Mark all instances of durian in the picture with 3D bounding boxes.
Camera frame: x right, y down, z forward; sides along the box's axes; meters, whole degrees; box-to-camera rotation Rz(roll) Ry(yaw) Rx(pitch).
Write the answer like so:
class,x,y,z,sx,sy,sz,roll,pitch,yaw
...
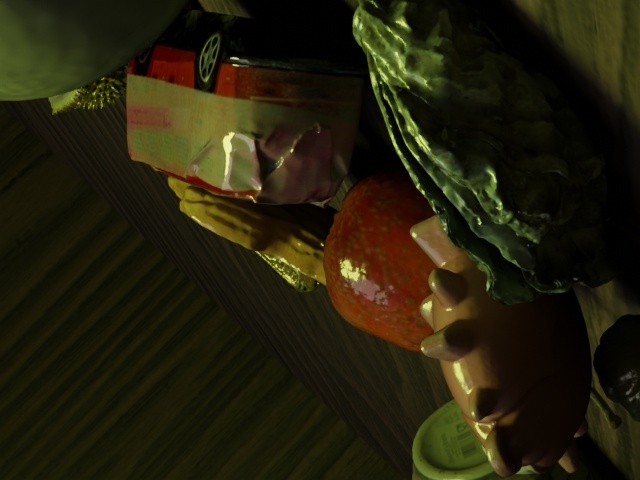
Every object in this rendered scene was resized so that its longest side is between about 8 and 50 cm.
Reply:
class,x,y,z,sx,sy,sz,roll,pitch,yaw
durian,-0.269,-0.227,2.182,0.208,0.102,0.146,6,106,63

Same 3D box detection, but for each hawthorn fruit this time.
class,x,y,z,sx,sy,sz,roll,pitch,yaw
hawthorn fruit,0.131,0.052,1.474,0.285,0.165,0.165,38,170,8

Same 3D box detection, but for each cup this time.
class,x,y,z,sx,sy,sz,roll,pitch,yaw
cup,0.203,0.272,2.028,0.257,0.227,0.301,64,178,-30

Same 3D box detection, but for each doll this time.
class,x,y,z,sx,sy,sz,roll,pitch,yaw
doll,0.138,0.063,1.328,0.211,0.093,0.262,44,-146,-38

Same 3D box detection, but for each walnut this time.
class,x,y,z,sx,sy,sz,roll,pitch,yaw
walnut,0.241,0.092,1.353,0.092,0.092,0.092,44,171,9

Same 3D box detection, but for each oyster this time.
class,x,y,z,sx,sy,sz,roll,pitch,yaw
oyster,0.109,-0.068,1.195,0.268,0.112,0.198,44,-163,-52

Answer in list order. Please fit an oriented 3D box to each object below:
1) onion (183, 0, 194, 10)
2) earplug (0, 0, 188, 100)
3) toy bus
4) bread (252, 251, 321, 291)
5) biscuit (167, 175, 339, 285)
class,x,y,z,sx,sy,sz,roll,pitch,yaw
onion,-0.180,-0.214,1.797,0.115,0.104,0.115,26,153,15
earplug,-0.240,-0.259,1.259,0.394,0.312,0.312,27,160,53
toy bus,-0.064,-0.112,1.521,0.128,0.147,0.303,4,-172,-23
bread,-0.039,0.021,2.371,0.110,0.060,0.066,42,141,11
biscuit,0.002,-0.004,1.710,0.269,0.051,0.376,29,-172,34
